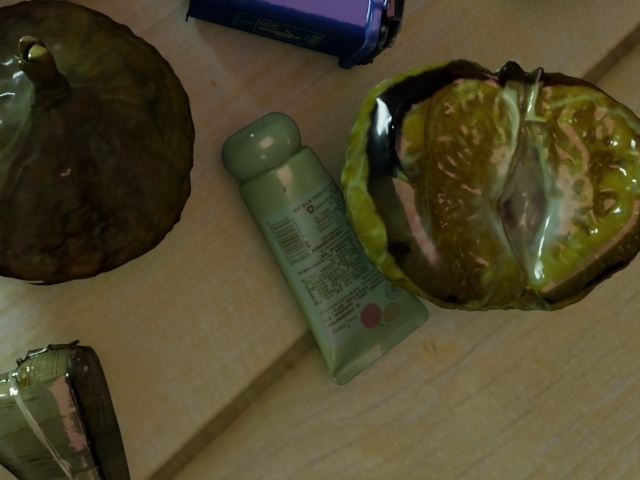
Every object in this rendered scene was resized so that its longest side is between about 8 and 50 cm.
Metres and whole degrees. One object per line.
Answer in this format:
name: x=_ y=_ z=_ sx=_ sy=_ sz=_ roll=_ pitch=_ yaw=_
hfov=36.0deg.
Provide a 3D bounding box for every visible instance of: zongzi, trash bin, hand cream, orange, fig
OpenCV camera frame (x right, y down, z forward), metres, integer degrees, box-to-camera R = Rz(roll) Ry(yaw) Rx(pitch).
zongzi: x=-0.301 y=0.214 z=0.996 sx=0.197 sy=0.099 sz=0.195 roll=-17 pitch=90 yaw=-9
trash bin: x=-0.025 y=-0.305 z=1.103 sx=0.234 sy=0.162 sz=0.184 roll=8 pitch=87 yaw=-10
hand cream: x=0.000 y=0.000 z=1.115 sx=0.147 sy=0.093 sz=0.306 roll=-35 pitch=98 yaw=-23
orange: x=0.188 y=-0.049 z=1.117 sx=0.368 sy=0.210 sz=0.271 roll=4 pitch=78 yaw=-18
fig: x=-0.255 y=-0.100 z=0.902 sx=0.286 sy=0.368 sz=0.286 roll=0 pitch=87 yaw=-8
